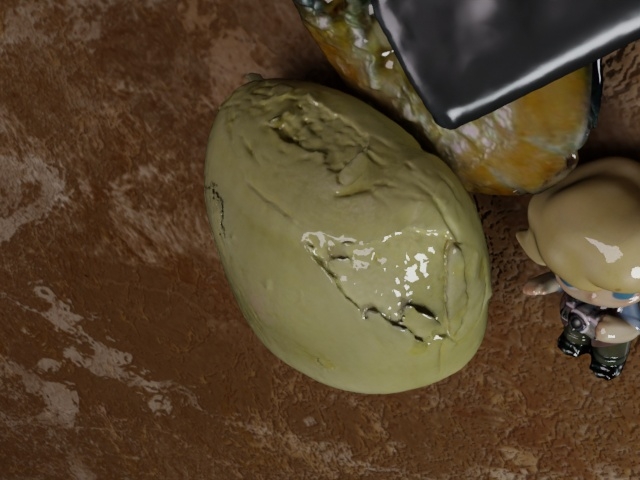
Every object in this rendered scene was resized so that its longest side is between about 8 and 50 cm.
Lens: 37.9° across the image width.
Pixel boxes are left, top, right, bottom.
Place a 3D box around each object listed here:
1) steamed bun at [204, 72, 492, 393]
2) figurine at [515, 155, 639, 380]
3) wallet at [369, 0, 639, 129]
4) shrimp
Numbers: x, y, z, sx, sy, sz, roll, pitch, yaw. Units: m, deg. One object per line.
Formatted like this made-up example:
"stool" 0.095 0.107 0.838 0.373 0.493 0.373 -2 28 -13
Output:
"steamed bun" 0.000 0.000 0.760 0.273 0.166 0.232 35 159 31
"figurine" 0.211 0.027 0.711 0.114 0.108 0.196 44 151 36
"wallet" 0.188 -0.233 0.431 0.405 0.062 0.228 -24 102 20
"shrimp" 0.039 -0.203 0.604 0.445 0.085 0.272 58 161 -24
